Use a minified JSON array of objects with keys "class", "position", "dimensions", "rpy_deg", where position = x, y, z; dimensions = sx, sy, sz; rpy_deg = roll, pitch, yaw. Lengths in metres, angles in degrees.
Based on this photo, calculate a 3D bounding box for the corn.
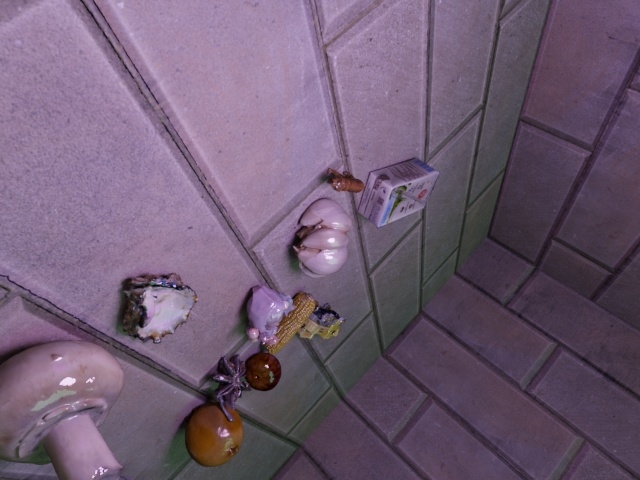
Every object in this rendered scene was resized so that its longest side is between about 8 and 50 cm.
[{"class":"corn","position":[-0.125,0.332,1.785],"dimensions":[0.293,0.106,0.106],"rpy_deg":[-51,152,7]}]

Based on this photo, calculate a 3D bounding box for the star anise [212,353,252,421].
[{"class":"star anise","position":[-0.338,0.540,1.657],"dimensions":[0.209,0.089,0.231],"rpy_deg":[51,43,-37]}]

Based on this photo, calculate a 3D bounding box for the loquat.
[{"class":"loquat","position":[-0.401,0.732,1.676],"dimensions":[0.238,0.238,0.193],"rpy_deg":[-56,151,7]}]

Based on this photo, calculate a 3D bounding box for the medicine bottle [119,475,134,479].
[{"class":"medicine bottle","position":[-0.703,0.862,1.480],"dimensions":[0.147,0.147,0.143],"rpy_deg":[-44,154,-15]}]

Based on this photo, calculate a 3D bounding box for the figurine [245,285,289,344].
[{"class":"figurine","position":[-0.201,0.276,1.577],"dimensions":[0.200,0.133,0.276],"rpy_deg":[-38,154,-40]}]

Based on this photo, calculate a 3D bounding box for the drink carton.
[{"class":"drink carton","position":[0.316,-0.199,1.792],"dimensions":[0.324,0.132,0.194],"rpy_deg":[-23,141,-40]}]

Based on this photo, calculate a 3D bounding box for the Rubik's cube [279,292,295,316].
[{"class":"Rubik's cube","position":[-0.138,0.251,1.692],"dimensions":[0.084,0.075,0.073],"rpy_deg":[-40,147,-24]}]

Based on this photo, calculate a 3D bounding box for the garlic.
[{"class":"garlic","position":[0.005,0.014,1.528],"dimensions":[0.203,0.185,0.281],"rpy_deg":[-3,129,-31]}]

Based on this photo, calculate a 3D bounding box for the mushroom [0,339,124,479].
[{"class":"mushroom","position":[-0.555,0.395,0.975],"dimensions":[0.314,0.336,0.314],"rpy_deg":[-41,158,-20]}]

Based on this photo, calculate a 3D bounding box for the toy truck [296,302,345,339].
[{"class":"toy truck","position":[-0.008,0.365,1.963],"dimensions":[0.157,0.124,0.272],"rpy_deg":[-54,151,3]}]

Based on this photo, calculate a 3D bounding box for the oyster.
[{"class":"oyster","position":[-0.432,0.179,1.173],"dimensions":[0.198,0.092,0.259],"rpy_deg":[-44,160,-15]}]

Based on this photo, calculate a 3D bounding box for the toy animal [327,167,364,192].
[{"class":"toy animal","position":[0.087,-0.192,1.495],"dimensions":[0.241,0.099,0.057],"rpy_deg":[0,123,-55]}]

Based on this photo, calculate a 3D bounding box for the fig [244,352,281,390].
[{"class":"fig","position":[-0.223,0.542,1.815],"dimensions":[0.202,0.148,0.149],"rpy_deg":[43,59,-52]}]
